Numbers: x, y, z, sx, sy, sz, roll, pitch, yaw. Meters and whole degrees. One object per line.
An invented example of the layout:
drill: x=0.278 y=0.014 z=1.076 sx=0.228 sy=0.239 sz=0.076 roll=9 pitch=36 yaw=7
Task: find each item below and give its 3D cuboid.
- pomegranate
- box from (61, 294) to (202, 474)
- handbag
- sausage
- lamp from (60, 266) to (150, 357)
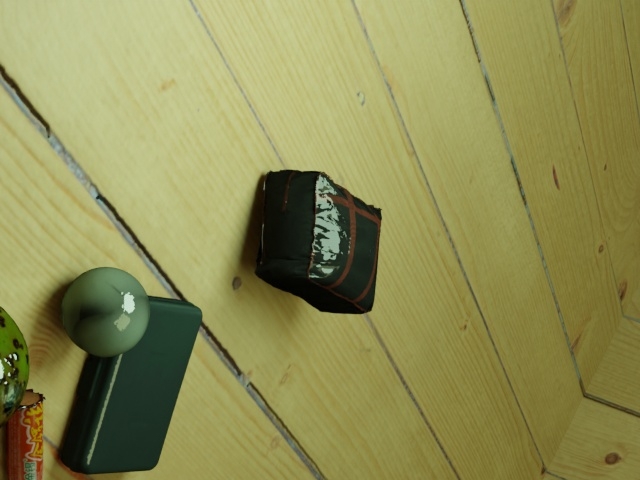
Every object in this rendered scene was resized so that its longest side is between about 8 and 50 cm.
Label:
pomegranate: x=-0.382 y=0.121 z=1.212 sx=0.205 sy=0.159 sz=0.159 roll=31 pitch=79 yaw=-34
box: x=-0.236 y=0.182 z=1.563 sx=0.160 sy=0.050 sz=0.230 roll=14 pitch=94 yaw=-59
handbag: x=0.000 y=0.000 z=1.744 sx=0.215 sy=0.155 sz=0.169 roll=32 pitch=65 yaw=-58
sausage: x=-0.343 y=0.244 z=1.429 sx=0.050 sy=0.048 sz=0.145 roll=-98 pitch=-167 yaw=-66
lamp: x=-0.250 y=0.083 z=1.433 sx=0.105 sy=0.105 sz=0.105 roll=-34 pitch=134 yaw=-46
